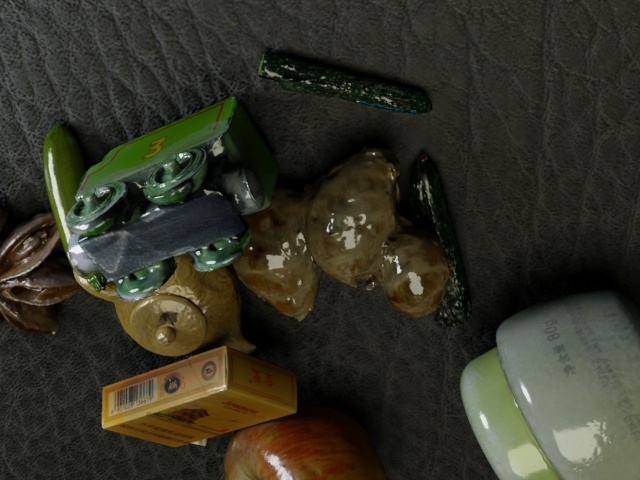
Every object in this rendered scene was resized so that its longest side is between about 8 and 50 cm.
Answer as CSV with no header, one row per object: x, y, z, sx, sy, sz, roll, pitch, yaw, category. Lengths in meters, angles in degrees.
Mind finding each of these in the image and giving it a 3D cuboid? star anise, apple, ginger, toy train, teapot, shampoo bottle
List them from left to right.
-0.526,0.043,1.793,0.315,0.108,0.315,4,124,6,star anise
-0.241,0.101,1.769,0.311,0.167,0.203,25,122,-11,teapot
-0.214,-0.060,1.609,0.307,0.249,0.173,-21,121,20,toy train
-0.008,0.424,1.911,0.301,0.302,0.302,2,124,3,apple
0.000,0.000,1.670,0.375,0.176,0.256,-5,104,18,ginger
0.396,0.241,1.718,0.317,0.322,0.322,-33,116,15,shampoo bottle

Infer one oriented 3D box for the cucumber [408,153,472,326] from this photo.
0.178,0.002,1.731,0.067,0.068,0.294,-10,122,11,cucumber

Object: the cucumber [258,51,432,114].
0.038,-0.218,1.607,0.256,0.044,0.043,13,135,-6,cucumber

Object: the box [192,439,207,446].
-0.223,0.297,1.986,0.073,0.020,0.149,12,123,-2,box

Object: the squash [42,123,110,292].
-0.368,-0.046,1.699,0.069,0.069,0.258,-14,92,13,squash

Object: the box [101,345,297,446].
-0.196,0.257,1.827,0.274,0.076,0.174,-21,150,32,box
